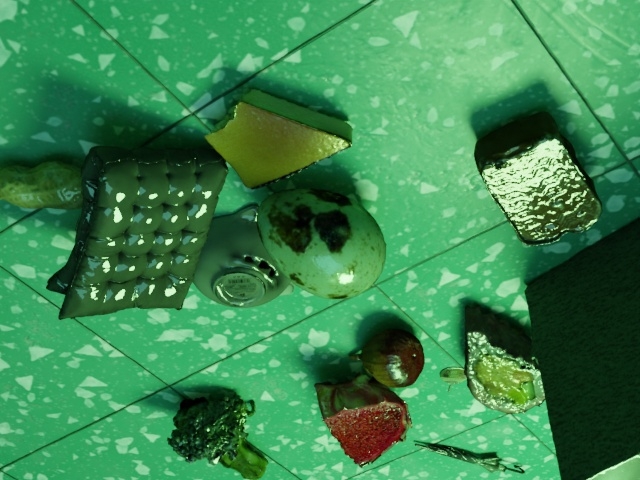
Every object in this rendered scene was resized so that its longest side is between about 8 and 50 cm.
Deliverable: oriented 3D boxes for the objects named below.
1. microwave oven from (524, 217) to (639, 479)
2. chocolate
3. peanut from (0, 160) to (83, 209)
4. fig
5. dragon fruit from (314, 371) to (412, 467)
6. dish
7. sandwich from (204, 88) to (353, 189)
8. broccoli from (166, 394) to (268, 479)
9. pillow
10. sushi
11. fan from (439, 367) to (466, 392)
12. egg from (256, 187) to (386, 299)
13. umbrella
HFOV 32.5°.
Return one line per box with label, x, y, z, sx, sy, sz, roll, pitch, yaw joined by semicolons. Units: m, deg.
microwave oven;0.551;0.221;1.835;0.374;0.432;0.236;-35;126;29
chocolate;0.348;-0.098;1.745;0.148;0.093;0.214;-21;131;22
peanut;-0.442;-0.090;1.752;0.175;0.080;0.080;1;136;1
fig;0.133;0.216;2.079;0.119;0.153;0.119;-4;100;-22
dragon fruit;0.095;0.332;2.172;0.161;0.126;0.274;-22;142;7
dish;-0.133;0.048;1.890;0.236;0.086;0.228;17;133;-18
sandwich;-0.070;-0.173;1.683;0.193;0.058;0.162;-21;132;23
broccoli;-0.186;0.428;2.263;0.165;0.145;0.304;-12;147;17
pillow;-0.294;-0.010;1.762;0.228;0.101;0.326;-3;135;-32
sushi;0.329;0.233;2.076;0.241;0.107;0.161;30;128;-18
fan;0.260;0.275;2.190;0.060;0.003;0.080;26;129;-25
egg;0.000;0.000;1.787;0.231;0.169;0.169;30;129;-14
umbrella;0.329;0.472;2.370;0.269;0.044;0.044;16;103;-18
